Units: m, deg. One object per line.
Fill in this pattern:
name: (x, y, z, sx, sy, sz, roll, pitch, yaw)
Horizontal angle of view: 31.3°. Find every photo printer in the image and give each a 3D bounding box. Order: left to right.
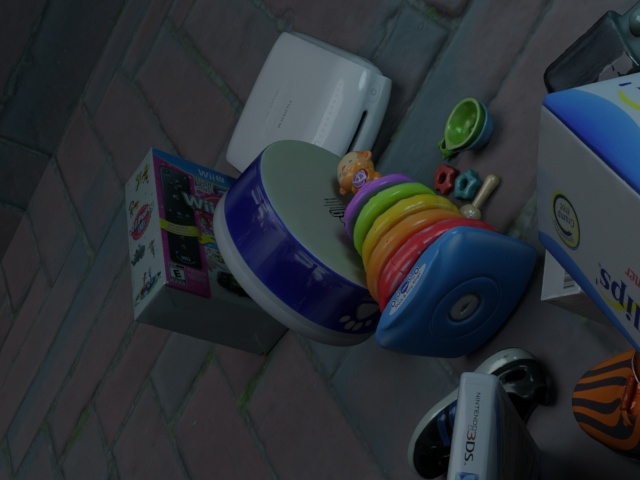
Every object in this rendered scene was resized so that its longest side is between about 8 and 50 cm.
photo printer: (-0.017, -0.176, 1.751, 0.256, 0.107, 0.307, -64, 30, 8)

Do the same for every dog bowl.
dog bowl: (0.000, 0.000, 1.454, 0.104, 0.265, 0.265, -48, 36, 30)

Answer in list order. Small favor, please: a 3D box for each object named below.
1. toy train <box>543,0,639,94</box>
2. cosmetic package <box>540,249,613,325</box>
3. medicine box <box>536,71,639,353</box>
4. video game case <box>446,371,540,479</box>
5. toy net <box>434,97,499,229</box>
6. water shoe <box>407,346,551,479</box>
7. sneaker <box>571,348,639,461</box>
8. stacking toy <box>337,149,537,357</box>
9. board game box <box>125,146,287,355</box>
toy train: (0.363, -0.176, 1.028, 0.334, 0.190, 0.142, -42, 40, 31)
cosmetic package: (0.290, -0.041, 1.175, 0.060, 0.099, 0.239, -20, 54, 56)
medicine box: (0.349, -0.023, 0.854, 0.263, 0.289, 0.149, -121, 21, -54)
video game case: (0.149, 0.301, 1.016, 0.036, 0.329, 0.300, 3, 71, 19)
toy net: (0.171, -0.059, 1.432, 0.122, 0.045, 0.232, -26, 51, 49)
water shoe: (0.168, 0.205, 1.246, 0.203, 0.073, 0.080, -54, 35, 25)
sneaker: (0.302, 0.118, 0.970, 0.321, 0.180, 0.124, -14, 60, 55)
stacking toy: (0.095, -0.016, 1.356, 0.175, 0.166, 0.302, -57, 44, 23)
board game box: (-0.179, 0.015, 1.780, 0.097, 0.224, 0.303, -51, 35, 30)
